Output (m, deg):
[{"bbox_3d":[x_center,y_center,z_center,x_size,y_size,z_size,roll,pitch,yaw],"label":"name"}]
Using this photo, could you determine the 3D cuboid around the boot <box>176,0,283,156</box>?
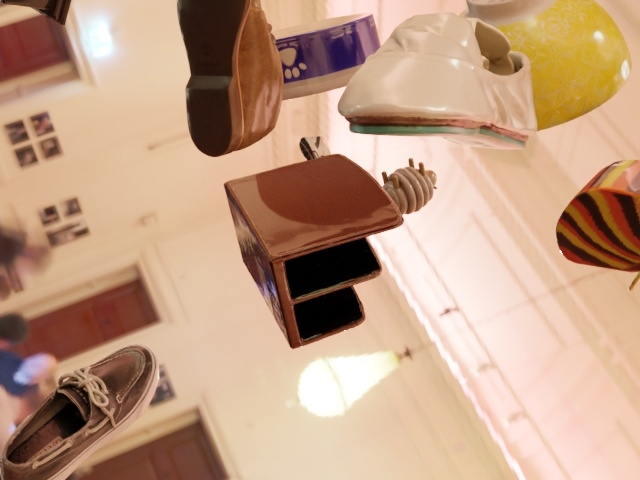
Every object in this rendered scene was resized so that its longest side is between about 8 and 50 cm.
[{"bbox_3d":[-0.106,-0.266,1.287,0.112,0.115,0.305,17,-66,36],"label":"boot"}]

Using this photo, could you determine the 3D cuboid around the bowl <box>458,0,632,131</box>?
[{"bbox_3d":[0.276,-0.283,1.408,0.289,0.289,0.156,48,-18,57],"label":"bowl"}]

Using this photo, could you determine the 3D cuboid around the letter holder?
[{"bbox_3d":[0.000,0.000,1.535,0.302,0.214,0.152,-127,-158,-60],"label":"letter holder"}]

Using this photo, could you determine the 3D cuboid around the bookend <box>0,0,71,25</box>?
[{"bbox_3d":[-0.378,-0.303,1.102,0.157,0.156,0.072,30,-69,28],"label":"bookend"}]

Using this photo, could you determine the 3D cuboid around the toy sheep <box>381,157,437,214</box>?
[{"bbox_3d":[0.147,-0.087,1.749,0.091,0.132,0.091,51,-24,33],"label":"toy sheep"}]

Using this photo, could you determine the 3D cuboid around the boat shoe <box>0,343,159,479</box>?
[{"bbox_3d":[-0.354,0.244,1.494,0.113,0.306,0.105,34,-39,21],"label":"boat shoe"}]

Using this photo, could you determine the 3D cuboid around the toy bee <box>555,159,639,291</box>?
[{"bbox_3d":[0.338,-0.025,0.820,0.195,0.298,0.162,-61,148,-48],"label":"toy bee"}]

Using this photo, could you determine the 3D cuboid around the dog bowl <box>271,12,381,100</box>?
[{"bbox_3d":[-0.023,-0.326,1.792,0.265,0.264,0.104,-149,-137,-69],"label":"dog bowl"}]

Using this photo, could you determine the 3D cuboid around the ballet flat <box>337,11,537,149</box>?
[{"bbox_3d":[0.126,-0.161,1.004,0.400,0.139,0.139,-7,72,-63],"label":"ballet flat"}]

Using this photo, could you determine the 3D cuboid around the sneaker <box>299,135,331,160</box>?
[{"bbox_3d":[0.007,-0.130,1.687,0.040,0.043,0.109,-36,-104,55],"label":"sneaker"}]
